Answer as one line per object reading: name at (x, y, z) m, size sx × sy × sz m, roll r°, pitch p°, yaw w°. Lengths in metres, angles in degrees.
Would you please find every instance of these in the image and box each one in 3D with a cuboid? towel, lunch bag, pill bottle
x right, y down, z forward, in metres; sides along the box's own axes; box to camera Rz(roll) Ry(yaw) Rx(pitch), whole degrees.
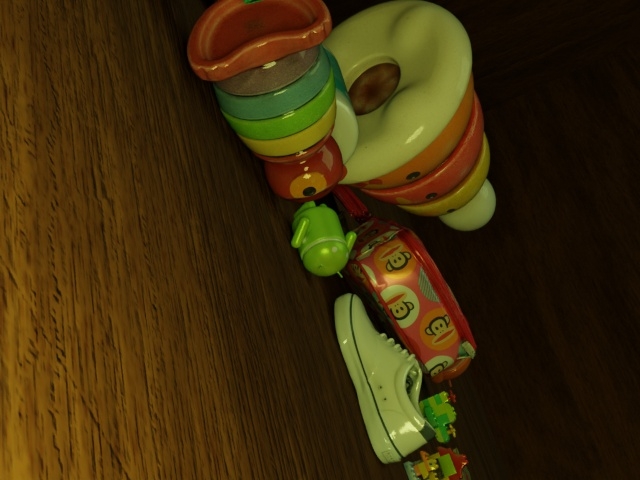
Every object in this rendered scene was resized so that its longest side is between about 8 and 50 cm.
towel at (0.047, -0.075, 1.888) m, size 0.199 × 0.031 × 0.275 m, roll 51°, pitch 1°, yaw 23°
lunch bag at (0.131, 0.101, 1.591) m, size 0.258 × 0.120 × 0.293 m, roll 60°, pitch -5°, yaw -13°
pill bottle at (-0.031, -0.215, 1.533) m, size 0.264 × 0.146 × 0.146 m, roll -102°, pitch 165°, yaw -55°

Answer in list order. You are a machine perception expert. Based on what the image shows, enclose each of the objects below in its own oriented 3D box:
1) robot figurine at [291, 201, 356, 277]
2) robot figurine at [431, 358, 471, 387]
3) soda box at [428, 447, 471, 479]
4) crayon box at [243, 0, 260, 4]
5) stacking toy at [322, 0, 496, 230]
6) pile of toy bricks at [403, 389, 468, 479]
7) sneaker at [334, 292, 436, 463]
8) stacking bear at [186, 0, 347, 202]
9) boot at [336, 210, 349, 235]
robot figurine at (0.000, 0.000, 1.394) m, size 0.101 × 0.067 × 0.115 m, roll 19°, pitch 41°, yaw -40°
robot figurine at (0.241, 0.209, 2.124) m, size 0.158 × 0.128 × 0.219 m, roll 42°, pitch -14°, yaw 53°
soda box at (0.207, 0.402, 1.580) m, size 0.181 × 0.061 × 0.058 m, roll -88°, pitch 152°, yaw -71°
crayon box at (-0.098, -0.444, 1.195) m, size 0.165 × 0.081 × 0.278 m, roll -86°, pitch 157°, yaw -49°
stacking toy at (0.192, -0.157, 1.787) m, size 0.480 × 0.350 × 0.351 m, roll 40°, pitch 25°, yaw -44°
pile of toy bricks at (0.157, 0.262, 1.513) m, size 0.118 × 0.105 × 0.212 m, roll 46°, pitch 21°, yaw -66°
sneaker at (0.090, 0.176, 1.379) m, size 0.094 × 0.091 × 0.258 m, roll 53°, pitch 15°, yaw -56°
stacking bear at (-0.047, -0.168, 1.311) m, size 0.164 × 0.175 × 0.289 m, roll -111°, pitch -179°, yaw -48°
boot at (0.045, 0.006, 1.789) m, size 0.106 × 0.037 × 0.114 m, roll -28°, pitch 98°, yaw -79°
